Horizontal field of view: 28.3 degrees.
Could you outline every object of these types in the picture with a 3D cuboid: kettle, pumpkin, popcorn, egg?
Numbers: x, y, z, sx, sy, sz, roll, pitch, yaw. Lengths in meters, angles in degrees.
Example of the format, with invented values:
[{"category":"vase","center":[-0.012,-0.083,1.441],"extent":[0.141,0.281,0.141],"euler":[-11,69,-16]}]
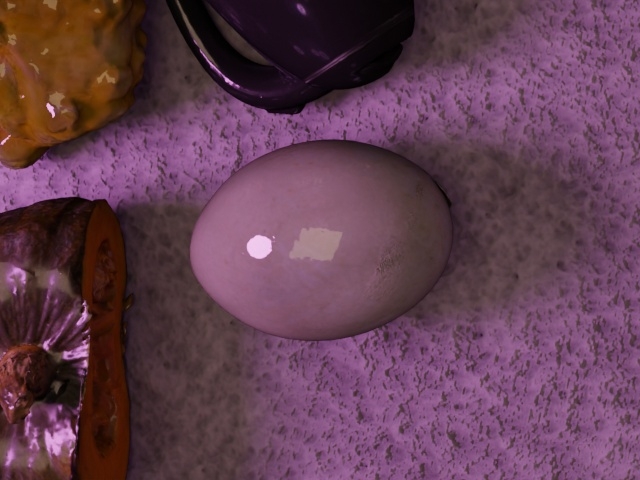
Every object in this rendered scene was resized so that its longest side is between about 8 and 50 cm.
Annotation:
[{"category":"kettle","center":[-0.045,-0.261,1.179],"extent":[0.268,0.207,0.290],"euler":[-26,100,41]},{"category":"pumpkin","center":[-0.310,0.123,1.226],"extent":[0.232,0.242,0.325],"euler":[-2,91,2]},{"category":"popcorn","center":[-0.282,-0.195,1.231],"extent":[0.233,0.192,0.266],"euler":[21,124,-7]},{"category":"egg","center":[0.000,0.000,1.181],"extent":[0.253,0.186,0.186],"euler":[-11,94,10]}]
